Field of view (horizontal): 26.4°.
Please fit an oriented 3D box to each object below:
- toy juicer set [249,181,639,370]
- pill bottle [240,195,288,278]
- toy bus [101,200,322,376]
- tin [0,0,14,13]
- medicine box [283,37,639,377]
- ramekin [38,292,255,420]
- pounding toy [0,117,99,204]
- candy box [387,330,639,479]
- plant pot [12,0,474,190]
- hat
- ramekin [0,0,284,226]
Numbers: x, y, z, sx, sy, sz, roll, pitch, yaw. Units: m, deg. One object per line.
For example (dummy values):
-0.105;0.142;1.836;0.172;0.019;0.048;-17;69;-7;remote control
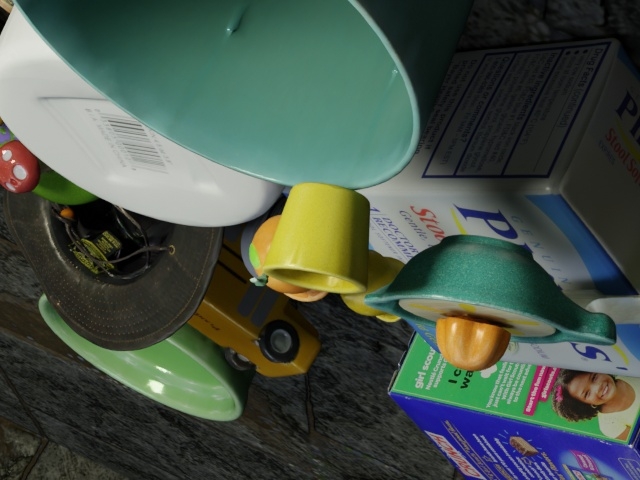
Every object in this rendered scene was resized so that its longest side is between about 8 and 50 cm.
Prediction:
0.098;0.052;0.980;0.329;0.089;0.209;14;168;-16;toy juicer set
0.000;0.000;1.421;0.112;0.112;0.187;40;154;-24;pill bottle
-0.139;0.030;1.613;0.333;0.130;0.108;37;154;-19;toy bus
-0.312;-0.278;1.183;0.189;0.040;0.106;52;161;-25;tin
0.166;-0.021;1.147;0.289;0.149;0.263;3;146;46;medicine box
-0.204;0.097;1.801;0.303;0.148;0.303;24;156;11;ramekin
-0.279;-0.134;1.309;0.183;0.110;0.237;30;122;24;pounding toy
0.276;0.217;1.545;0.317;0.122;0.268;6;149;40;candy box
-0.021;-0.211;0.857;0.293;0.235;0.293;24;157;11;plant pot
-0.182;-0.057;1.420;0.331;0.134;0.331;10;106;37;hat
-0.129;-0.127;1.093;0.277;0.135;0.277;18;154;9;ramekin
